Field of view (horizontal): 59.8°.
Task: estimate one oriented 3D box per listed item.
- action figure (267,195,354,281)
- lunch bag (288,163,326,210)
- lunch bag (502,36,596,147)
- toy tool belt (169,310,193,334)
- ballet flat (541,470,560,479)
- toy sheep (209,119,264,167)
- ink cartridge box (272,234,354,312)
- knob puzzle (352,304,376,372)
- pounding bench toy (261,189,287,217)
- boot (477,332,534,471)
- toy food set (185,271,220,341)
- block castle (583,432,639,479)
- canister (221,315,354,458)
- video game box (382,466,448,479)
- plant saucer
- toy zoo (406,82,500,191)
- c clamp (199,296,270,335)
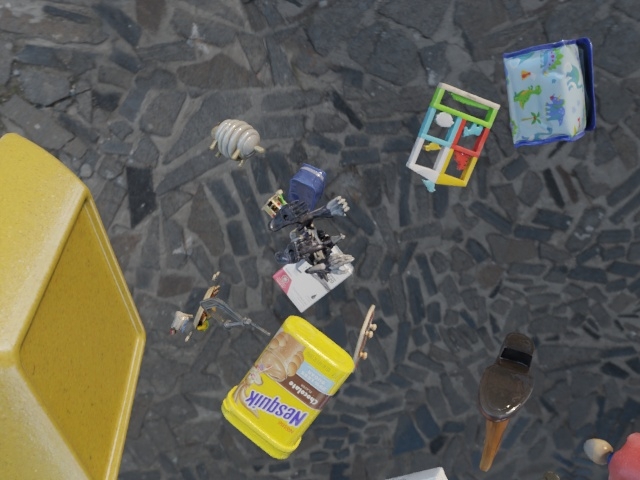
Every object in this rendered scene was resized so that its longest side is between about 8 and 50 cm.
[{"bbox_3d":[0.000,0.000,1.136,0.141,0.276,0.164,-15,82,16],"label":"action figure"},{"bbox_3d":[-0.027,-0.119,1.247,0.067,0.065,0.098,28,146,9],"label":"lunch bag"},{"bbox_3d":[0.317,-0.201,0.753,0.096,0.151,0.128,0,106,36],"label":"lunch bag"},{"bbox_3d":[-0.424,0.257,1.698,0.051,0.052,0.083,15,114,-22],"label":"toy tool belt"},{"bbox_3d":[0.572,0.652,1.356,0.058,0.173,0.049,-9,134,16],"label":"ballet flat"},{"bbox_3d":[-0.169,-0.200,1.131,0.132,0.091,0.091,27,112,19],"label":"toy sheep"},{"bbox_3d":[-0.021,0.106,1.816,0.218,0.092,0.158,-39,89,10],"label":"ink cartridge box"},{"bbox_3d":[0.123,0.267,1.501,0.030,0.213,0.213,18,113,11],"label":"knob puzzle"},{"bbox_3d":[-0.121,-0.103,1.649,0.065,0.052,0.083,45,135,1],"label":"pounding bench toy"},{"bbox_3d":[0.357,0.366,1.155,0.096,0.264,0.280,15,118,16],"label":"boot"},{"bbox_3d":[-0.293,0.178,1.456,0.039,0.132,0.192,23,87,-5],"label":"toy food set"},{"bbox_3d":[0.352,0.487,0.667,0.303,0.213,0.453,-29,118,-21],"label":"block castle"},{"bbox_3d":[-0.046,0.209,0.801,0.126,0.073,0.170,37,104,7],"label":"canister"},{"bbox_3d":[0.226,0.622,1.253,0.205,0.048,0.187,-30,85,32],"label":"video game box"},{"bbox_3d":[-0.259,0.107,0.554,0.081,0.332,0.332,-6,129,-2],"label":"plant saucer"},{"bbox_3d":[0.368,-0.276,1.586,0.192,0.030,0.293,15,106,-16],"label":"toy zoo"},{"bbox_3d":[-0.199,0.170,1.213,0.137,0.161,0.022,43,63,-21],"label":"c clamp"}]
